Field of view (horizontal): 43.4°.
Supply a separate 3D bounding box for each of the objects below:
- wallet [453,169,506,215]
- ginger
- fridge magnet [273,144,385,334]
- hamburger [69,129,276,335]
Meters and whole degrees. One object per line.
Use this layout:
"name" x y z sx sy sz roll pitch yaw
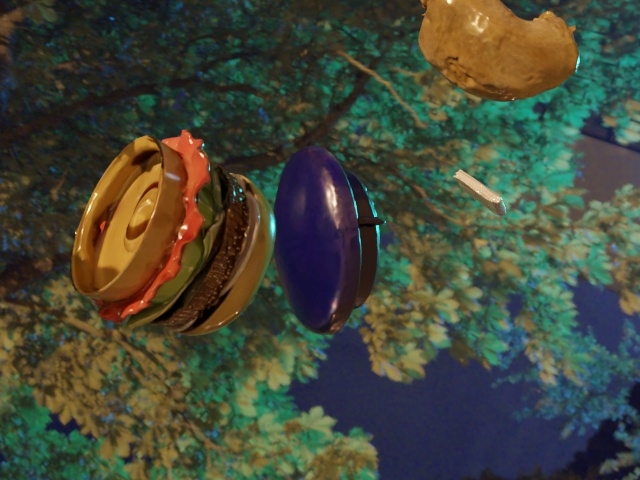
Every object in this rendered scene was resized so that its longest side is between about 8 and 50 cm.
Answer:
"wallet" 0.133 -0.038 0.662 0.011 0.044 0.083 -55 -17 6
"ginger" 0.245 -0.290 1.186 0.152 0.267 0.138 -56 -13 -31
"fridge magnet" 0.000 0.000 1.128 0.112 0.265 0.265 -3 -64 -23
"hamburger" -0.113 0.002 0.670 0.137 0.175 0.175 25 -87 -32
